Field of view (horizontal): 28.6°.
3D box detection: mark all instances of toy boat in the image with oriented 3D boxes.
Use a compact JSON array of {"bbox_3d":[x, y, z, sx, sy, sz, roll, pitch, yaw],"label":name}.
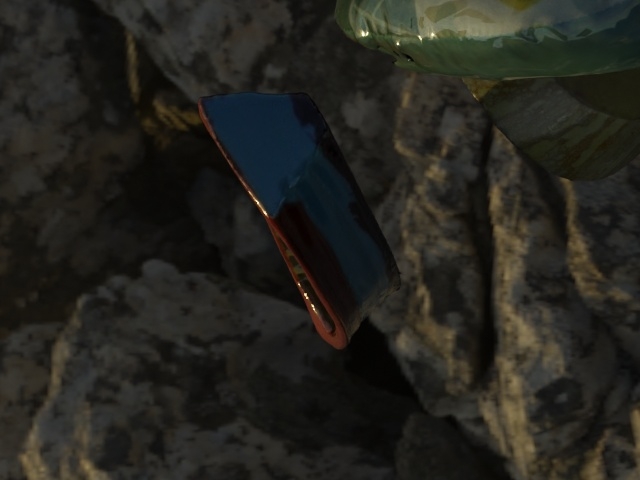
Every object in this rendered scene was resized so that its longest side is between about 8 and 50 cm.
[{"bbox_3d":[0.000,0.000,0.856,0.079,0.392,0.136,-32,71,0],"label":"toy boat"}]

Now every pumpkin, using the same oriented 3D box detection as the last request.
[{"bbox_3d":[0.194,-0.153,0.897,0.110,0.217,0.217,-16,76,53],"label":"pumpkin"}]

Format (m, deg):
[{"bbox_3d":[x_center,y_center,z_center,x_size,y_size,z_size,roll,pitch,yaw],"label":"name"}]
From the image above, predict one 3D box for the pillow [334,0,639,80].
[{"bbox_3d":[0.119,-0.134,0.528,0.214,0.233,0.086,-3,123,39],"label":"pillow"}]
